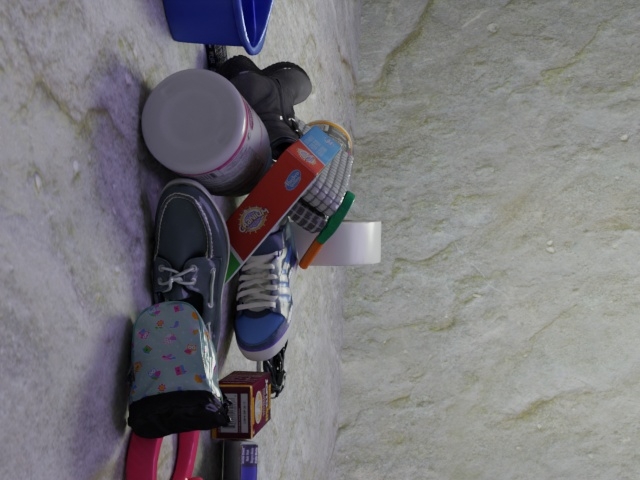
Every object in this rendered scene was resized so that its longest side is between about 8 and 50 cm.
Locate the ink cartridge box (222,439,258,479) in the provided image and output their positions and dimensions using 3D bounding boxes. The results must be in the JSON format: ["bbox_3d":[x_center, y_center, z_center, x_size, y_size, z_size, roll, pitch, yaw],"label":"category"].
[{"bbox_3d":[-0.148,0.487,1.820,0.224,0.045,0.223,151,-59,-75],"label":"ink cartridge box"}]

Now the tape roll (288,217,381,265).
[{"bbox_3d":[0.000,0.000,2.263,0.286,0.286,0.100,-24,115,-80],"label":"tape roll"}]

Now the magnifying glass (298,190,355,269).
[{"bbox_3d":[0.012,-0.016,2.019,0.231,0.026,0.092,-53,-171,43],"label":"magnifying glass"}]

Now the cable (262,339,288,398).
[{"bbox_3d":[-0.115,0.276,2.325,0.150,0.047,0.184,72,21,-48],"label":"cable"}]

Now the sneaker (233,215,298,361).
[{"bbox_3d":[-0.133,0.053,1.971,0.236,0.130,0.323,70,24,-44],"label":"sneaker"}]

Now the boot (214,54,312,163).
[{"bbox_3d":[-0.073,-0.237,1.909,0.223,0.118,0.338,54,26,11],"label":"boot"}]

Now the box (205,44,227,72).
[{"bbox_3d":[-0.197,-0.361,1.845,0.083,0.018,0.067,-75,163,-59],"label":"box"}]

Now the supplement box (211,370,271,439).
[{"bbox_3d":[-0.154,0.322,1.917,0.188,0.080,0.104,-9,99,-81],"label":"supplement box"}]

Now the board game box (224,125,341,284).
[{"bbox_3d":[-0.104,-0.040,1.644,0.316,0.064,0.242,-49,-178,18],"label":"board game box"}]

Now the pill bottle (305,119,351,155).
[{"bbox_3d":[-0.007,-0.194,2.612,0.278,0.162,0.162,-78,165,-52],"label":"pill bottle"}]

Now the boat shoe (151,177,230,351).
[{"bbox_3d":[-0.203,0.064,1.498,0.099,0.116,0.319,-81,173,-64],"label":"boat shoe"}]

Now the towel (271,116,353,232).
[{"bbox_3d":[-0.065,-0.154,2.026,0.121,0.235,0.284,-51,-169,23],"label":"towel"}]

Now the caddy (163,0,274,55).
[{"bbox_3d":[-0.153,-0.479,1.614,0.241,0.179,0.341,-68,157,-65],"label":"caddy"}]

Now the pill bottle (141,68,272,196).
[{"bbox_3d":[-0.170,-0.160,1.560,0.283,0.160,0.160,45,46,-79],"label":"pill bottle"}]

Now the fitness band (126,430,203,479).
[{"bbox_3d":[-0.236,0.340,1.509,0.291,0.054,0.209,-69,154,-69],"label":"fitness band"}]

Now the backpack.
[{"bbox_3d":[-0.207,0.180,1.392,0.115,0.152,0.182,93,-10,-55],"label":"backpack"}]
